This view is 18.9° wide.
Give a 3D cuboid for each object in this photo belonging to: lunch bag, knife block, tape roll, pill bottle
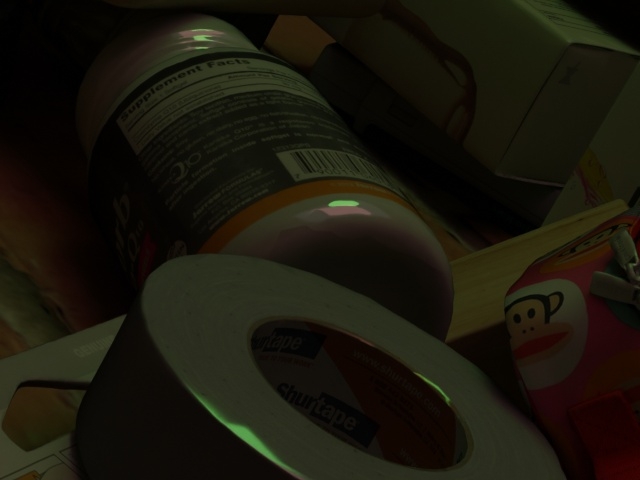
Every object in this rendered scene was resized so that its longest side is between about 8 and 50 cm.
[{"bbox_3d":[0.195,0.130,0.996,0.293,0.120,0.258,65,20,-2],"label":"lunch bag"},{"bbox_3d":[0.165,0.030,1.179,0.275,0.242,0.088,21,21,-19],"label":"knife block"},{"bbox_3d":[0.003,0.096,0.876,0.219,0.072,0.219,25,21,-10],"label":"tape roll"},{"bbox_3d":[-0.046,-0.018,1.142,0.162,0.162,0.278,15,23,-32],"label":"pill bottle"}]

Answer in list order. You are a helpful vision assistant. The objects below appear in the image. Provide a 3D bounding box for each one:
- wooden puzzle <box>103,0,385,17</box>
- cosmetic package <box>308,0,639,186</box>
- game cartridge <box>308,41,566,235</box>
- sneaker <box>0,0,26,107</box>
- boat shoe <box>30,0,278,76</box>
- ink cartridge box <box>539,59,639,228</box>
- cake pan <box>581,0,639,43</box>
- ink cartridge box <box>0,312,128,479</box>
[{"bbox_3d":[-0.153,-0.255,1.362,0.347,0.081,0.322,30,18,23],"label":"wooden puzzle"},{"bbox_3d":[0.124,-0.178,1.622,0.153,0.129,0.296,8,28,-47],"label":"cosmetic package"},{"bbox_3d":[0.174,-0.072,1.696,0.355,0.068,0.230,33,25,14],"label":"game cartridge"},{"bbox_3d":[-0.251,-0.149,1.330,0.087,0.083,0.221,9,19,-11],"label":"sneaker"},{"bbox_3d":[-0.109,-0.186,1.526,0.103,0.118,0.320,36,29,10],"label":"boat shoe"},{"bbox_3d":[0.279,0.006,1.392,0.171,0.233,0.168,7,29,-45],"label":"ink cartridge box"},{"bbox_3d":[0.254,-0.192,1.667,0.293,0.054,0.293,49,-15,17],"label":"cake pan"},{"bbox_3d":[-0.060,0.151,0.859,0.261,0.066,0.296,34,21,16],"label":"ink cartridge box"}]
